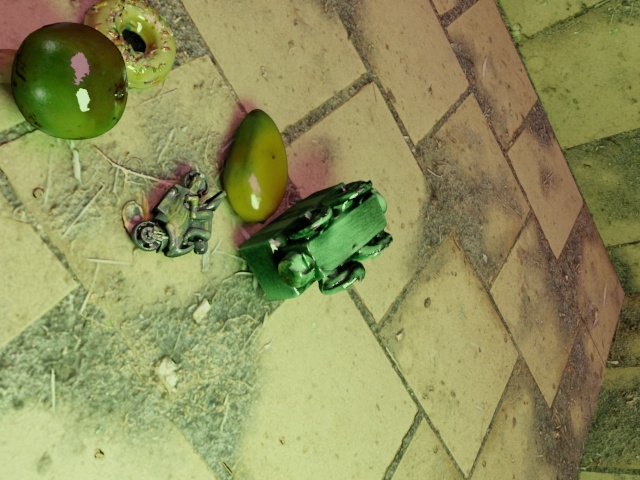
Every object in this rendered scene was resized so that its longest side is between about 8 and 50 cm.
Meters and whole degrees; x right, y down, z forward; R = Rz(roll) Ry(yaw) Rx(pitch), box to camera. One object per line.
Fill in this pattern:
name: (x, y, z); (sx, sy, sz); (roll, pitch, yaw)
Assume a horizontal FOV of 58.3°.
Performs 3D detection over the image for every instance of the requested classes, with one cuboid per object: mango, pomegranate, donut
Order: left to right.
pomegranate: (-0.399, -0.241, 0.862); (0.209, 0.180, 0.180); (9, 68, -3)
donut: (-0.330, -0.355, 1.015); (0.174, 0.068, 0.175); (14, 70, -43)
mango: (-0.121, -0.147, 1.152); (0.137, 0.091, 0.237); (39, 54, -39)

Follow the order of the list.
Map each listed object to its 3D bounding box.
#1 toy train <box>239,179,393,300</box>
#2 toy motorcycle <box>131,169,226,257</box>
toy train: (0.000, 0.000, 1.125); (0.299, 0.238, 0.167); (-39, 108, -42)
toy motorcycle: (-0.238, -0.033, 1.021); (0.124, 0.061, 0.193); (47, 56, -18)
